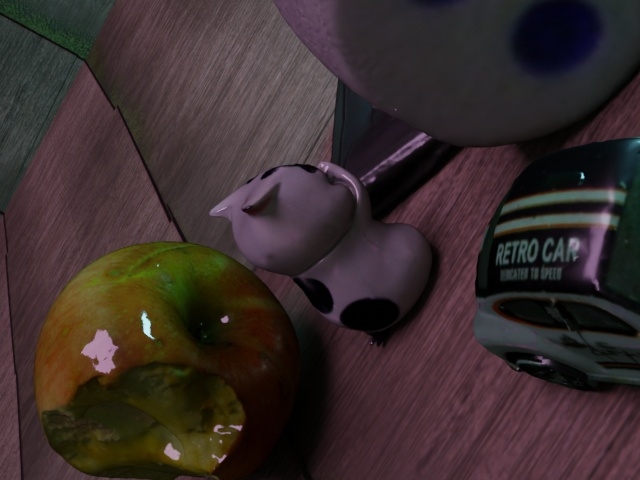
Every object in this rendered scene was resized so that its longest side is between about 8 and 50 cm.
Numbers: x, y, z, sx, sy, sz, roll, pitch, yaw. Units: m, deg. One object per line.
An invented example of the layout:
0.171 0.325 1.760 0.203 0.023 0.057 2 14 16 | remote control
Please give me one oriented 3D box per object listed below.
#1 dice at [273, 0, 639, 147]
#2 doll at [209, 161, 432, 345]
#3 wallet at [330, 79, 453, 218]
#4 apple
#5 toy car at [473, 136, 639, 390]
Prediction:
0.117 -0.246 0.756 0.243 0.251 0.259 -50 29 30 | dice
0.006 0.002 0.831 0.110 0.180 0.107 -15 41 59 | doll
0.070 -0.141 0.983 0.168 0.052 0.245 -40 32 35 | wallet
-0.145 0.130 0.916 0.226 0.246 0.246 -55 26 36 | apple
0.184 0.007 0.541 0.306 0.125 0.136 -6 61 62 | toy car
